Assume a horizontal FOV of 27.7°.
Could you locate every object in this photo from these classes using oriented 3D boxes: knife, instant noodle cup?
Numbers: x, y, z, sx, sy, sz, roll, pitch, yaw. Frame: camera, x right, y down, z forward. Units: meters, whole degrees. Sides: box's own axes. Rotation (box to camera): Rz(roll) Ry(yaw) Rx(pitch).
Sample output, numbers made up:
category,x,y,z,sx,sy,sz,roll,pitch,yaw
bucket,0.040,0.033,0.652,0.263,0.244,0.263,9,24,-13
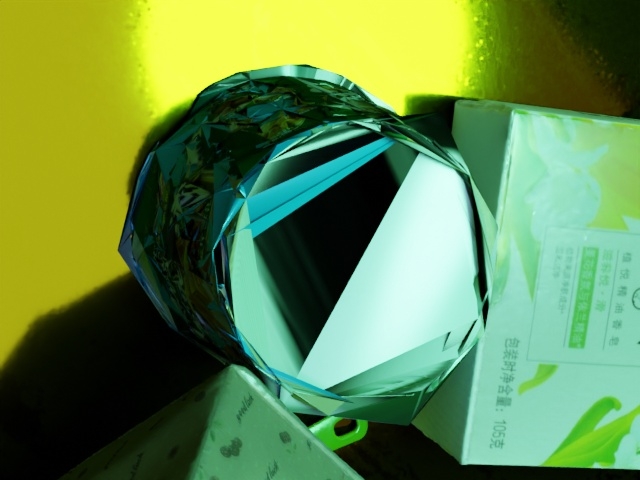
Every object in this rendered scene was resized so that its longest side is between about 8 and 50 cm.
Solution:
category,x,y,z,sx,sy,sz,roll,pitch,yaw
knife,-0.039,0.165,0.971,0.166,0.022,0.078,-19,109,-12
instant noodle cup,0.000,0.000,0.871,0.240,0.178,0.240,-3,101,-16

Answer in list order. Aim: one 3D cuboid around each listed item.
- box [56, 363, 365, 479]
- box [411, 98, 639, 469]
category,x,y,z,sx,sy,sz,roll,pitch,yaw
box,-0.097,0.261,0.814,0.297,0.190,0.225,-33,113,30
box,0.189,0.033,0.973,0.194,0.111,0.261,4,96,-18
